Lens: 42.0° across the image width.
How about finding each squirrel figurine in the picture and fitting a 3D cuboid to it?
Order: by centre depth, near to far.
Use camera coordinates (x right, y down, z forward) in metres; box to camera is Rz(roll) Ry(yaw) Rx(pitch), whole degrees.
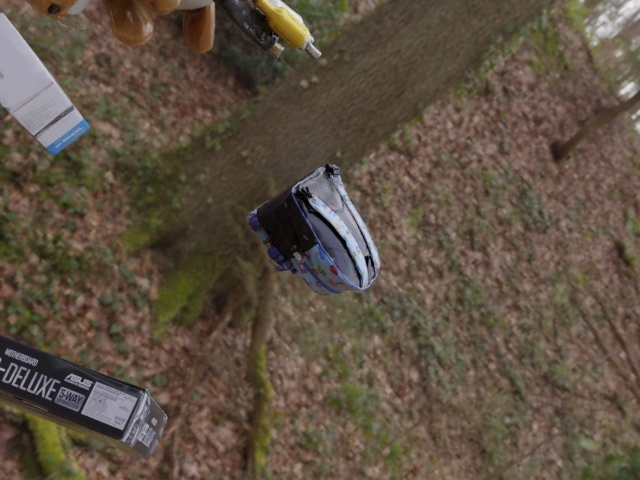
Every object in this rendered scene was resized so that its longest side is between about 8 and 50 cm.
[{"bbox_3d":[-0.347,-0.516,1.364,0.281,0.371,0.396,-24,-102,62],"label":"squirrel figurine"}]

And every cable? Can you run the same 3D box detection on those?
[{"bbox_3d":[-0.115,-0.329,1.051,0.139,0.072,0.287,41,0,44],"label":"cable"}]

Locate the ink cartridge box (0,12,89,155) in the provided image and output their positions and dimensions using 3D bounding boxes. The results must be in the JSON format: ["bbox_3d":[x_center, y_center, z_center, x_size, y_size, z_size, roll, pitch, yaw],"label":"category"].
[{"bbox_3d":[-0.463,-0.241,1.318,0.148,0.086,0.203,51,-9,8],"label":"ink cartridge box"}]

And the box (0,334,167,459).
[{"bbox_3d":[-0.386,0.217,1.199,0.308,0.076,0.242,20,-20,5],"label":"box"}]

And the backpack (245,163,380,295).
[{"bbox_3d":[0.000,0.000,1.160,0.173,0.117,0.158,57,26,-6],"label":"backpack"}]
